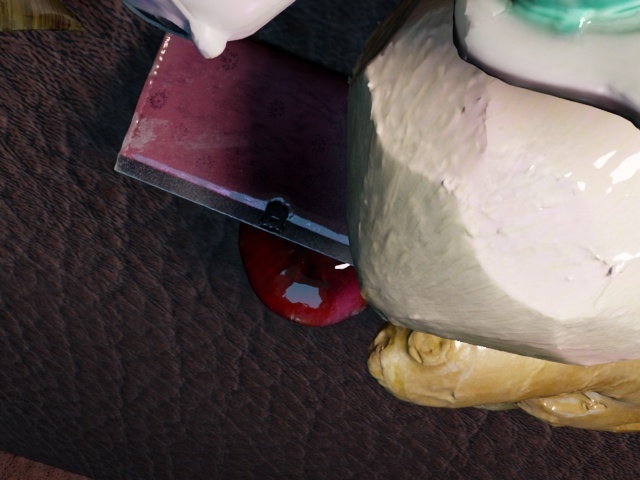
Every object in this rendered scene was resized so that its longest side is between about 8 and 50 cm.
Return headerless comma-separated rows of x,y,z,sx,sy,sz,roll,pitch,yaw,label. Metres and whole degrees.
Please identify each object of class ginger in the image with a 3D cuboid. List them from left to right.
0.237,0.098,0.802,0.348,0.122,0.363,-1,160,17,ginger

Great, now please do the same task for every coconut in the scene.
0.113,-0.046,0.484,0.234,0.224,0.224,-28,140,6,coconut

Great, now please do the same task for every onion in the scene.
0.000,0.000,0.787,0.131,0.131,0.131,15,153,8,onion

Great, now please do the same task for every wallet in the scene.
-0.014,-0.060,0.708,0.232,0.119,0.025,21,-171,-5,wallet

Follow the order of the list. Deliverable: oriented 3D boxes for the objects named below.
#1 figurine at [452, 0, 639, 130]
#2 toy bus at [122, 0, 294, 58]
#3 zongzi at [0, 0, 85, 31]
0.112,-0.203,0.242,0.323,0.231,0.340,-13,140,2,figurine
-0.096,-0.213,0.339,0.179,0.143,0.305,47,178,46,toy bus
-0.241,-0.201,0.626,0.184,0.084,0.187,6,150,-6,zongzi
